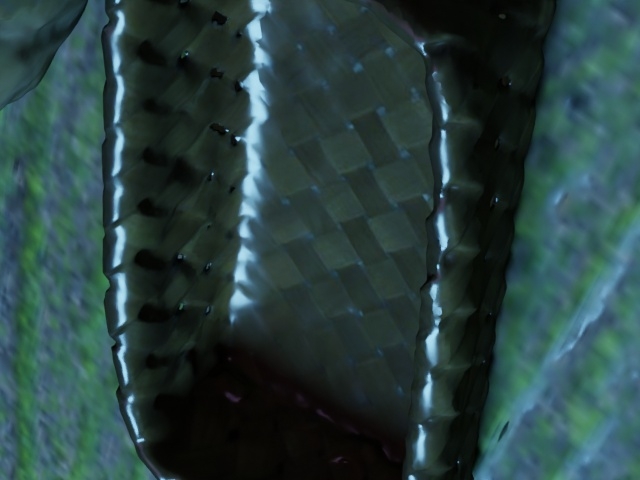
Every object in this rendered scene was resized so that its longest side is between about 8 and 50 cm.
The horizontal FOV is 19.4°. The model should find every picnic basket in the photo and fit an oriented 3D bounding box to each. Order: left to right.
[{"bbox_3d":[0.000,0.000,0.470,0.110,0.055,0.193,28,134,26],"label":"picnic basket"}]

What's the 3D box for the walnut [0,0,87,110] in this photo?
[{"bbox_3d":[-0.121,-0.096,0.456,0.140,0.140,0.162,101,151,-41],"label":"walnut"}]
